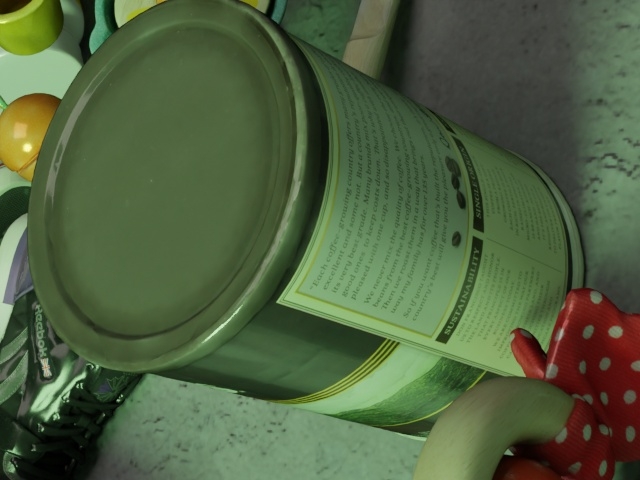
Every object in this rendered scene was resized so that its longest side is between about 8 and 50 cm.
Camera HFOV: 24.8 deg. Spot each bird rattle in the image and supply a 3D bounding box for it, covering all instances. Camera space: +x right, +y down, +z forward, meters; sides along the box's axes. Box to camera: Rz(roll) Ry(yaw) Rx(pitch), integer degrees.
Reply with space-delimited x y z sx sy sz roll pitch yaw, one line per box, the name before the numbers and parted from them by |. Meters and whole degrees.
bird rattle | 0.121 0.147 0.756 0.143 0.207 0.254 6 84 38

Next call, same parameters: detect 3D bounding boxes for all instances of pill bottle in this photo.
pill bottle | -0.268 -0.212 1.249 0.119 0.119 0.209 -35 57 27

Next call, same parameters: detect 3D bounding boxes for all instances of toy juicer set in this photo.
toy juicer set | -0.082 -0.131 0.989 0.328 0.089 0.209 -9 65 3

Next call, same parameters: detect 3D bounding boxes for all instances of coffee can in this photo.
coffee can | 0.000 0.000 0.850 0.201 0.275 0.202 -14 67 37

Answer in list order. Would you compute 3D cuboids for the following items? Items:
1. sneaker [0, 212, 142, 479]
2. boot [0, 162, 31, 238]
sneaker | -0.200 0.113 1.101 0.124 0.107 0.283 1 77 34
boot | -0.336 -0.001 1.263 0.244 0.088 0.176 -53 48 18
